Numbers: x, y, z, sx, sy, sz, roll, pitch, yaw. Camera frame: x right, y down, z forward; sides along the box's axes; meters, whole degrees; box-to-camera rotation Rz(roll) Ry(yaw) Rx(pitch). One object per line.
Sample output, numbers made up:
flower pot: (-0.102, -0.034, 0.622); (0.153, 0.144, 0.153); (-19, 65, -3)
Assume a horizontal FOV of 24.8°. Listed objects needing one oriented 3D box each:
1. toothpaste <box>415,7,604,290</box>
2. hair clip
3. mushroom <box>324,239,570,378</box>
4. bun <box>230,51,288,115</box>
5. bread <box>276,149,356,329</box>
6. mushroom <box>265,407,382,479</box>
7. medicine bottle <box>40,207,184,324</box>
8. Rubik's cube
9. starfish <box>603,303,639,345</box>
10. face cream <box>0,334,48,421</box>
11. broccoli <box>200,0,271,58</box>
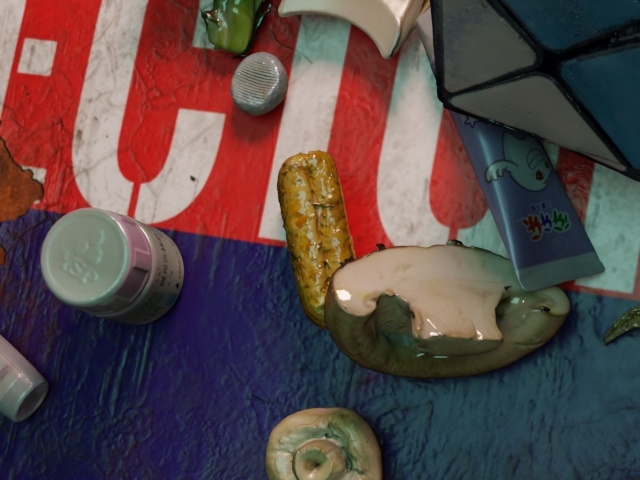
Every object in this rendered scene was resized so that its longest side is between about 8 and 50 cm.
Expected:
toothpaste: (0.217, -0.114, 1.734); (0.080, 0.125, 0.371); (-44, 62, 54)
hair clip: (0.082, -0.382, 1.818); (0.172, 0.113, 0.282); (24, 101, 21)
mushroom: (0.137, 0.102, 1.687); (0.286, 0.151, 0.156); (3, 42, -11)
bun: (-0.077, -0.199, 1.862); (0.083, 0.045, 0.083); (-4, 76, 16)
bread: (0.000, 0.000, 1.769); (0.083, 0.114, 0.211); (-13, 76, -1)
mushroom: (0.005, 0.265, 1.717); (0.148, 0.112, 0.148); (-1, 86, 11)
medicine bottle: (-0.259, 0.033, 1.812); (0.135, 0.168, 0.135); (-3, 80, 18)
Rubik's cube: (0.305, -0.293, 1.576); (0.307, 0.305, 0.310); (26, 65, 20)
starfish: (0.420, 0.074, 1.624); (0.238, 0.057, 0.213); (-12, 93, 43)
face cream: (-0.447, 0.155, 1.909); (0.198, 0.057, 0.084); (35, 91, 20)
broccoli: (-0.129, -0.388, 1.838); (0.242, 0.180, 0.273); (9, 82, 25)
